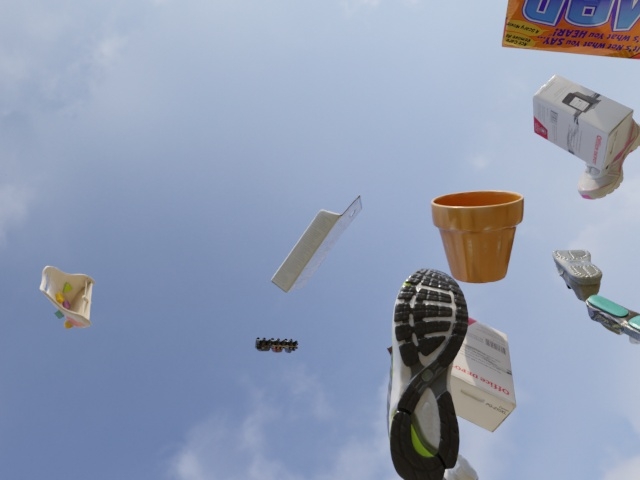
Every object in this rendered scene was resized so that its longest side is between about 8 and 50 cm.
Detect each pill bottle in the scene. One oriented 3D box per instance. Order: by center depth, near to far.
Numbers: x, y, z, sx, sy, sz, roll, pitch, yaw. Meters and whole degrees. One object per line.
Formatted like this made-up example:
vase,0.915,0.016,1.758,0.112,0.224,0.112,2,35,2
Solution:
pill bottle,0.269,0.532,1.030,0.078,0.078,0.137,34,-76,-32

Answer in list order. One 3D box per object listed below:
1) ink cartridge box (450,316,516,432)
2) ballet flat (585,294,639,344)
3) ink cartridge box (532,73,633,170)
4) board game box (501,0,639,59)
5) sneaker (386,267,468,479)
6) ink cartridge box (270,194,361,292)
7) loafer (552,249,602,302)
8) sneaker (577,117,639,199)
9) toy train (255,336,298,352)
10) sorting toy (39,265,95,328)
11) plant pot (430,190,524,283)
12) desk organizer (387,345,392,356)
ink cartridge box,0.328,0.279,1.068,0.171,0.237,0.100,25,-60,3
ballet flat,0.389,0.107,0.599,0.041,0.114,0.041,-8,-69,-22
ink cartridge box,0.457,-0.208,0.840,0.063,0.150,0.109,-44,-34,-1
board game box,0.634,-0.661,1.026,0.356,0.355,0.357,74,-143,-53
sneaker,0.141,0.185,0.694,0.110,0.121,0.300,13,-112,1
ink cartridge box,0.000,0.000,0.959,0.045,0.223,0.224,37,-89,7
loafer,0.655,0.086,1.227,0.251,0.094,0.088,-42,-53,-65
sneaker,0.754,-0.229,1.266,0.111,0.103,0.253,32,-95,-32
toy train,-0.108,0.266,1.202,0.158,0.027,0.036,18,-100,-53
sorting toy,-0.351,0.073,0.650,0.044,0.083,0.075,-25,-46,1
plant pot,0.368,-0.007,1.120,0.205,0.205,0.188,-15,-73,-31
desk organizer,0.251,0.369,1.417,0.050,0.047,0.130,-27,-109,-1
